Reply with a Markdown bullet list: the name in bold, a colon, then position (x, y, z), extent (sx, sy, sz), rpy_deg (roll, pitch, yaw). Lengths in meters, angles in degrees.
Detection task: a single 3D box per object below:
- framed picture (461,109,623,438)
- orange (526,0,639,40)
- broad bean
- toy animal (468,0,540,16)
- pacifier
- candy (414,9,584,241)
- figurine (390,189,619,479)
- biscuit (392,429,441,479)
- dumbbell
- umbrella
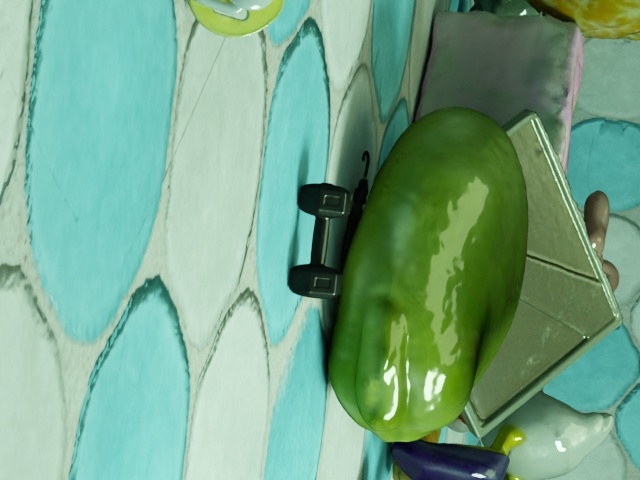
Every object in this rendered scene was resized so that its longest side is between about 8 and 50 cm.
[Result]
- **framed picture**: position (0.169, 0.033, 1.780), extent (0.018, 0.192, 0.265), rpy_deg (34, -25, 54)
- **orange**: position (0.324, -0.362, 1.950), extent (0.329, 0.249, 0.329), rpy_deg (-15, 115, -35)
- **broad bean**: position (0.093, 0.030, 1.601), extent (0.238, 0.119, 0.291), rpy_deg (50, 54, -57)
- **toy animal**: position (0.216, -0.220, 2.160), extent (0.108, 0.138, 0.236), rpy_deg (-121, -164, -45)
- **pacifier**: position (-0.047, -0.154, 1.040), extent (0.083, 0.068, 0.064), rpy_deg (-68, -152, 15)
- **candy**: position (0.172, -0.094, 1.913), extent (0.116, 0.155, 0.265), rpy_deg (72, 26, -58)
- **figurine**: position (0.210, 0.134, 1.967), extent (0.154, 0.193, 0.421), rpy_deg (76, 25, -44)
- **biscuit**: position (0.099, 0.138, 1.993), extent (0.166, 0.036, 0.226), rpy_deg (-46, 141, -62)
- **dumbbell**: position (0.000, 0.000, 1.387), extent (0.040, 0.036, 0.083), rpy_deg (6, 90, -77)
- **umbrella**: position (0.029, -0.017, 1.589), extent (0.022, 0.013, 0.122), rpy_deg (52, 46, -61)
